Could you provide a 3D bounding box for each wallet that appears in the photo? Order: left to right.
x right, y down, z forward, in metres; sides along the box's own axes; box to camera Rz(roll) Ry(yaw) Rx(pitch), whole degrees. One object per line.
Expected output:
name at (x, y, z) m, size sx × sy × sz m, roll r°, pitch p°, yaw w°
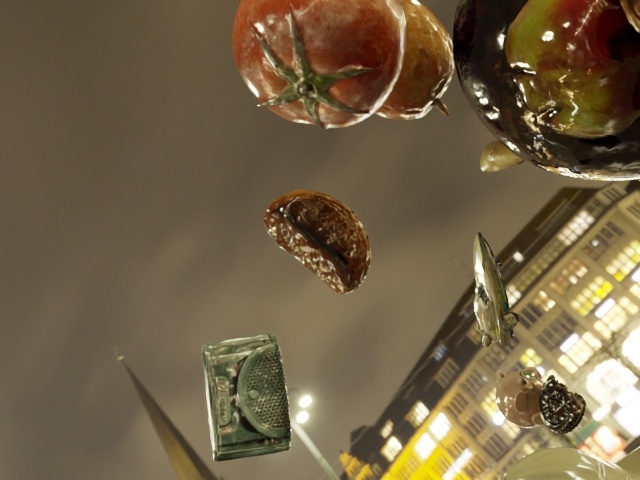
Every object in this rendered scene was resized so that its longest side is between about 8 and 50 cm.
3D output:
wallet at (-0.080, 0.170, 0.724) m, size 0.088 × 0.129 × 0.026 m, roll -7°, pitch -17°, yaw -8°

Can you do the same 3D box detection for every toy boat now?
toy boat at (0.289, 0.082, 1.129) m, size 0.066 × 0.084 × 0.210 m, roll -18°, pitch -72°, yaw -9°

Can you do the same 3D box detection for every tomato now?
tomato at (0.002, -0.312, 1.008) m, size 0.264 × 0.265 × 0.265 m, roll -31°, pitch -30°, yaw -20°

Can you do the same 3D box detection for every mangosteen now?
mangosteen at (0.348, -0.256, 0.731) m, size 0.382 × 0.382 × 0.435 m, roll -43°, pitch -3°, yaw 0°

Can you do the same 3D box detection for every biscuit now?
biscuit at (0.350, 0.237, 0.963) m, size 0.027 × 0.089 × 0.087 m, roll 18°, pitch -30°, yaw -15°

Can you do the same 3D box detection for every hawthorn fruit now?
hawthorn fruit at (0.195, -0.397, 1.529) m, size 0.277 × 0.298 × 0.277 m, roll -43°, pitch -2°, yaw -2°

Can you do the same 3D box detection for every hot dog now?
hot dog at (0.000, 0.000, 1.241) m, size 0.099 × 0.227 × 0.160 m, roll -38°, pitch -7°, yaw -44°

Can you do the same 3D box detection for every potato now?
potato at (0.260, -0.125, 0.957) m, size 0.093 × 0.036 × 0.037 m, roll -12°, pitch 26°, yaw 52°

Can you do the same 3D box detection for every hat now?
hat at (0.297, 0.248, 0.732) m, size 0.173 × 0.144 × 0.166 m, roll -46°, pitch -9°, yaw -30°

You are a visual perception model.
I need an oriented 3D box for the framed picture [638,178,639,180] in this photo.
framed picture at (0.805, -0.203, 1.219) m, size 0.028 × 0.446 × 0.326 m, roll -6°, pitch -60°, yaw -42°

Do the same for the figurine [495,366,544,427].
figurine at (0.434, 0.333, 1.403) m, size 0.125 × 0.125 × 0.138 m, roll -49°, pitch 3°, yaw 11°
